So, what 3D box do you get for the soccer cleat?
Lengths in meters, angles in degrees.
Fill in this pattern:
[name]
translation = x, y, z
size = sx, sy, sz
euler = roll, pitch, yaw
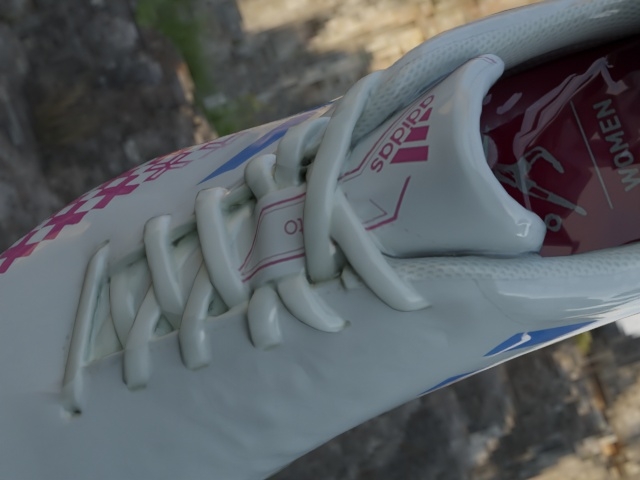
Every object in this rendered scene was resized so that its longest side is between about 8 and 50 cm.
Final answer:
[soccer cleat]
translation = 0.000, 0.000, 0.485
size = 0.143, 0.331, 0.116
euler = 37, 29, -76
